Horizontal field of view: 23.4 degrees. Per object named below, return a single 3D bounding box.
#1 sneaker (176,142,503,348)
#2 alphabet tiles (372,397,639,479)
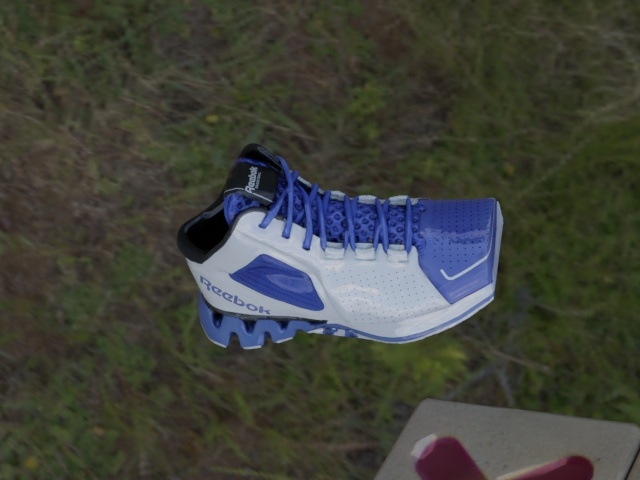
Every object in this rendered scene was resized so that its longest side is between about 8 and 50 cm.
[{"bbox_3d":[-0.001,0.000,1.421,0.182,0.316,0.127,61,27,-43],"label":"sneaker"},{"bbox_3d":[0.121,0.101,0.206,0.285,0.343,0.011,-54,132,-36],"label":"alphabet tiles"}]
